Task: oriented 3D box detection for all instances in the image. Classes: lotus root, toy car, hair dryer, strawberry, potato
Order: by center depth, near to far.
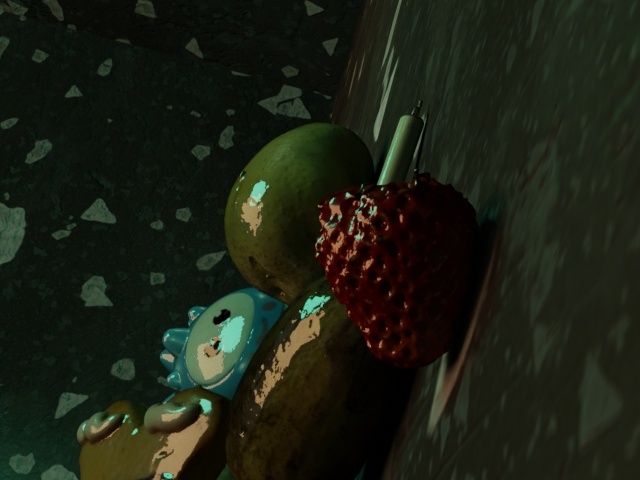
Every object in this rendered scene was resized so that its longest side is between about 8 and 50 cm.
[{"bbox_3d":[0.033,0.012,0.417,0.073,0.073,0.083,116,155,-77],"label":"strawberry"},{"bbox_3d":[-0.003,0.083,0.545,0.089,0.080,0.179,-82,15,-63],"label":"lotus root"},{"bbox_3d":[0.051,-0.047,0.705,0.063,0.038,0.124,111,179,-69],"label":"hair dryer"},{"bbox_3d":[-0.012,-0.034,0.976,0.194,0.157,0.157,-62,-4,-29],"label":"potato"},{"bbox_3d":[-0.105,0.157,1.220,0.255,0.190,0.188,114,171,-63],"label":"toy car"}]

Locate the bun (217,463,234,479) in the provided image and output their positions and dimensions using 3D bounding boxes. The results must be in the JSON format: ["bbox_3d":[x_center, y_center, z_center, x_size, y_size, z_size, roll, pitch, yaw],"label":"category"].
[{"bbox_3d":[-0.101,0.313,0.777,0.287,0.146,0.287,15,-90,-80],"label":"bun"}]

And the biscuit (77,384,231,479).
[{"bbox_3d":[-0.131,0.230,0.596,0.197,0.049,0.301,-25,46,48],"label":"biscuit"}]
